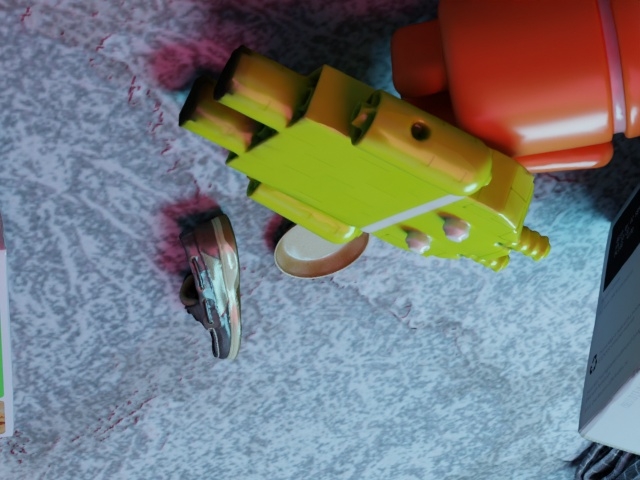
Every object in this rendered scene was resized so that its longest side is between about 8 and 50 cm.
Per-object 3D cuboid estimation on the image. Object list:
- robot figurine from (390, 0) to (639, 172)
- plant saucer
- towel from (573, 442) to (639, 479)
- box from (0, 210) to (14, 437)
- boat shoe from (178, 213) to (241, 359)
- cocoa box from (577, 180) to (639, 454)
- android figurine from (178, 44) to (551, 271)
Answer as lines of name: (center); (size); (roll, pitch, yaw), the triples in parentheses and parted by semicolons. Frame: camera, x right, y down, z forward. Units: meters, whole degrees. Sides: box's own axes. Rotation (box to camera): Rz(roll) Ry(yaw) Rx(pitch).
robot figurine: (0.162, -0.127, 1.093); (0.219, 0.158, 0.128); (-9, 180, 7)
plant saucer: (0.000, 0.000, 1.287); (0.083, 0.015, 0.083); (-12, 142, -10)
towel: (0.449, 0.233, 1.699); (0.235, 0.121, 0.283); (16, 131, -36)
box: (-0.356, 0.045, 1.096); (0.262, 0.127, 0.231); (-6, 142, -16)
boat shoe: (-0.092, 0.040, 1.270); (0.049, 0.056, 0.152); (-8, 132, -8)
cocoa box: (0.374, 0.025, 1.203); (0.228, 0.231, 0.347); (16, 150, -2)
android figurine: (0.037, -0.048, 1.104); (0.273, 0.056, 0.248); (27, 162, -18)
